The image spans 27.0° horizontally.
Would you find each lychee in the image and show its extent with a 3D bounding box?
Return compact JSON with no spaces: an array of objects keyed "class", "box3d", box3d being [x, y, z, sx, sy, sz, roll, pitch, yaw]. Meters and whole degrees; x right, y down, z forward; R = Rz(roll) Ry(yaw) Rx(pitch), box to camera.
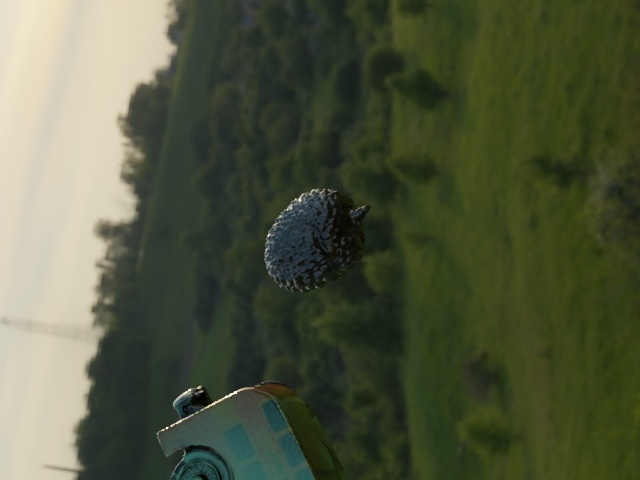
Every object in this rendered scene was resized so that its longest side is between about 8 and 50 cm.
[{"class":"lychee","box3d":[0.000,0.000,0.903,0.067,0.083,0.068,53,-172,-52]}]

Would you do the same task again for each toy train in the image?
[{"class":"toy train","box3d":[-0.033,0.175,0.866,0.188,0.099,0.072,64,-168,9]}]
